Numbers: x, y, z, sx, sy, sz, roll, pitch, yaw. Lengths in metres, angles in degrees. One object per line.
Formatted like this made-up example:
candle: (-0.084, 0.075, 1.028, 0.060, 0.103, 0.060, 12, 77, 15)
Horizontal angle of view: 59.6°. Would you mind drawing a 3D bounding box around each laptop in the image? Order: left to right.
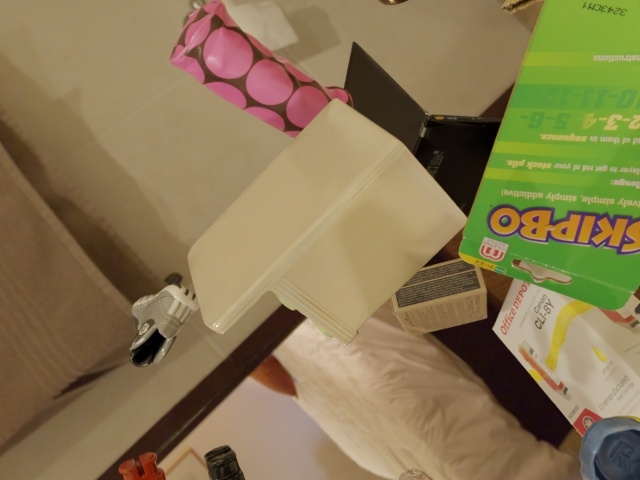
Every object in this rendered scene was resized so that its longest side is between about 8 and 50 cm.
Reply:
laptop: (0.259, -0.259, 1.402, 0.407, 0.237, 0.382, 1, 150, -6)

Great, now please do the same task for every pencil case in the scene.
pencil case: (-0.063, -0.187, 0.636, 0.209, 0.098, 0.095, 28, 146, -35)

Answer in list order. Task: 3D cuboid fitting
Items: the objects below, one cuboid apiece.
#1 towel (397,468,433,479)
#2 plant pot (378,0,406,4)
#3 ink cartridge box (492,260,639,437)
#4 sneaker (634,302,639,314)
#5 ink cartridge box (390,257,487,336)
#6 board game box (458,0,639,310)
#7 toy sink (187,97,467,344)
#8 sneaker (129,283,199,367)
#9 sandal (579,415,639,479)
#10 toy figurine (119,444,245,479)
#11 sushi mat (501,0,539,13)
towel: (0.083, 0.401, 0.409, 0.053, 0.332, 0.317, -20, 95, 26)
plant pot: (0.121, -0.577, 1.056, 0.215, 0.215, 0.230, 29, 165, 40)
ink cartridge box: (0.588, 0.234, 1.239, 0.385, 0.160, 0.279, 56, 156, 38)
sneaker: (0.583, 0.065, 0.884, 0.131, 0.350, 0.148, 22, 162, -31)
ink cartridge box: (0.261, 0.127, 1.227, 0.235, 0.193, 0.088, 54, -156, -64)
board game box: (0.176, -0.068, 0.340, 0.124, 0.039, 0.260, 20, 131, 14)
toy sink: (0.000, 0.000, 0.563, 0.131, 0.234, 0.153, 41, -173, -32)
sneaker: (-0.303, 0.164, 0.976, 0.086, 0.132, 0.228, 36, 141, -16)
sandal: (0.368, 0.268, 0.519, 0.138, 0.126, 0.317, 33, 176, -37)
toy figurine: (-0.189, 0.360, 0.667, 0.213, 0.209, 0.148, -22, -82, -71)
sushi mat: (0.424, -0.492, 0.901, 0.019, 0.317, 0.151, 45, 158, -28)
